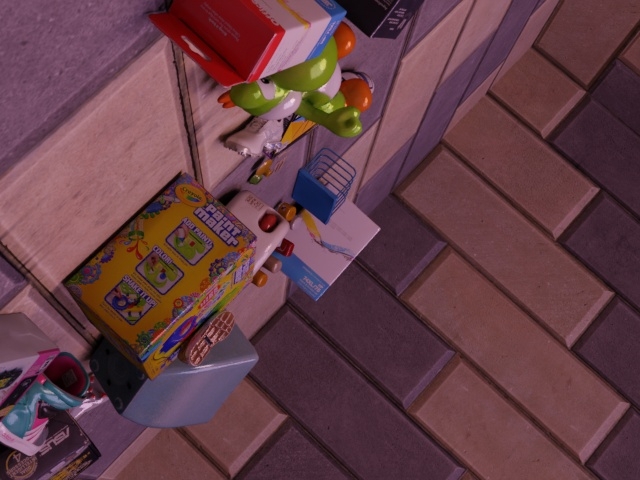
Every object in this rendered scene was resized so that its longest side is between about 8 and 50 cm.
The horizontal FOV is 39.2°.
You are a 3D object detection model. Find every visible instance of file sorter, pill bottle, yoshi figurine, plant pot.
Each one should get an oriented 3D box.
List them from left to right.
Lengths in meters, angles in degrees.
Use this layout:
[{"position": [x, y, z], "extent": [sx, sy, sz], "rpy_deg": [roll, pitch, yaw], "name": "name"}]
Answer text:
[{"position": [-0.339, 0.256, 1.927], "extent": [0.252, 0.247, 0.248], "rpy_deg": [-7, 142, -52], "name": "plant pot"}, {"position": [-0.011, -0.266, 1.383], "extent": [0.362, 0.203, 0.203], "rpy_deg": [-26, 141, -64], "name": "yoshi figurine"}, {"position": [0.011, -0.141, 2.288], "extent": [0.104, 0.118, 0.170], "rpy_deg": [-49, 173, -21], "name": "file sorter"}, {"position": [0.073, -0.325, 1.905], "extent": [0.067, 0.067, 0.120], "rpy_deg": [-51, 171, 21], "name": "pill bottle"}]

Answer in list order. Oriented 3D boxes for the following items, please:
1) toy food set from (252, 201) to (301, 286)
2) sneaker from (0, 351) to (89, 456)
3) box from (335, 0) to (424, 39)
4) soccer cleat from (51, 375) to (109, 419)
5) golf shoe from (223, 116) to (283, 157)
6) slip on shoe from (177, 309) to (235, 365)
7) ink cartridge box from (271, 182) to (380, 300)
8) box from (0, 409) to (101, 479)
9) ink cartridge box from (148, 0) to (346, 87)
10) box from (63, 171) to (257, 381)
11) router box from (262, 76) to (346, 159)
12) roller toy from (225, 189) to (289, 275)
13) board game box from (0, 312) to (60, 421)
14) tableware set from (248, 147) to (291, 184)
[{"position": [-0.136, -0.005, 2.342], "extent": [0.111, 0.104, 0.232], "rpy_deg": [-8, 123, -57], "name": "toy food set"}, {"position": [-0.503, 0.288, 1.635], "extent": [0.178, 0.124, 0.295], "rpy_deg": [-36, 168, -13], "name": "sneaker"}, {"position": [0.122, -0.435, 1.541], "extent": [0.158, 0.093, 0.156], "rpy_deg": [-52, 171, 21], "name": "box"}, {"position": [-0.536, 0.357, 1.979], "extent": [0.196, 0.068, 0.076], "rpy_deg": [-29, 165, -47], "name": "soccer cleat"}, {"position": [-0.117, -0.197, 1.602], "extent": [0.176, 0.069, 0.086], "rpy_deg": [-36, 146, -67], "name": "golf shoe"}, {"position": [-0.212, 0.178, 1.659], "extent": [0.041, 0.051, 0.135], "rpy_deg": [0, -139, 41], "name": "slip on shoe"}, {"position": [0.000, 0.000, 2.504], "extent": [0.270, 0.197, 0.198], "rpy_deg": [-48, -177, -1], "name": "ink cartridge box"}, {"position": [-0.653, 0.521, 1.862], "extent": [0.395, 0.097, 0.318], "rpy_deg": [-36, 167, -19], "name": "box"}, {"position": [-0.083, -0.273, 1.086], "extent": [0.078, 0.134, 0.231], "rpy_deg": [-52, 171, 34], "name": "ink cartridge box"}, {"position": [-0.272, 0.073, 1.598], "extent": [0.279, 0.177, 0.290], "rpy_deg": [-46, 172, -16], "name": "box"}, {"position": [-0.036, -0.249, 1.760], "extent": [0.179, 0.046, 0.133], "rpy_deg": [-41, 169, -42], "name": "router box"}, {"position": [-0.170, -0.004, 1.872], "extent": [0.209, 0.146, 0.191], "rpy_deg": [-52, -178, -16], "name": "roller toy"}, {"position": [-0.545, 0.250, 1.294], "extent": [0.303, 0.097, 0.224], "rpy_deg": [-48, 172, 5], "name": "board game box"}, {"position": [-0.100, -0.177, 1.868], "extent": [0.104, 0.024, 0.154], "rpy_deg": [-38, 169, -36], "name": "tableware set"}]
